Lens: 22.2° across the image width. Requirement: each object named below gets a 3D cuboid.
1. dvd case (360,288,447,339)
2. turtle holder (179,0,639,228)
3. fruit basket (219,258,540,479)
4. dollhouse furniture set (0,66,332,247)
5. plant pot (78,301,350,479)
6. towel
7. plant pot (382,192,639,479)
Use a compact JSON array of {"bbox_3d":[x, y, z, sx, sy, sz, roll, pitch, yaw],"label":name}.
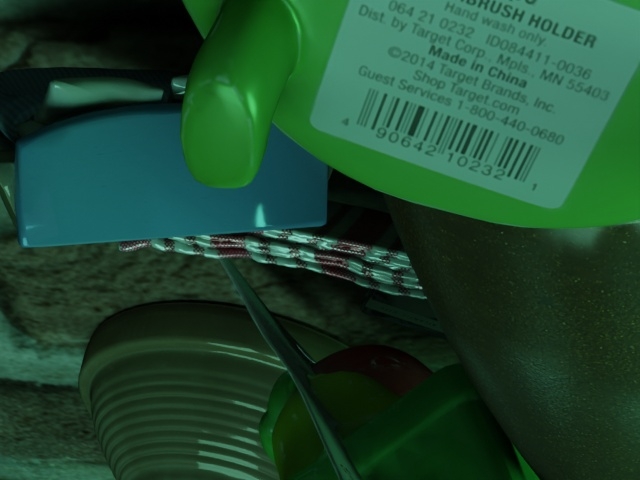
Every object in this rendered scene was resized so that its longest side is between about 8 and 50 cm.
[{"bbox_3d":[0.133,0.014,0.945,0.165,0.018,0.221,18,148,-8],"label":"dvd case"},{"bbox_3d":[0.069,-0.166,0.483,0.243,0.227,0.320,-2,133,20],"label":"turtle holder"},{"bbox_3d":[0.041,0.159,0.910,0.327,0.165,0.353,53,175,-32],"label":"fruit basket"},{"bbox_3d":[-0.157,-0.123,0.788,0.303,0.198,0.286,-3,-166,-18],"label":"dollhouse furniture set"},{"bbox_3d":[-0.065,0.149,1.149,0.237,0.109,0.237,10,147,6],"label":"plant pot"},{"bbox_3d":[0.000,0.000,0.857,0.197,0.029,0.144,12,-171,6],"label":"towel"},{"bbox_3d":[0.134,0.006,0.699,0.215,0.215,0.230,3,133,17],"label":"plant pot"}]
